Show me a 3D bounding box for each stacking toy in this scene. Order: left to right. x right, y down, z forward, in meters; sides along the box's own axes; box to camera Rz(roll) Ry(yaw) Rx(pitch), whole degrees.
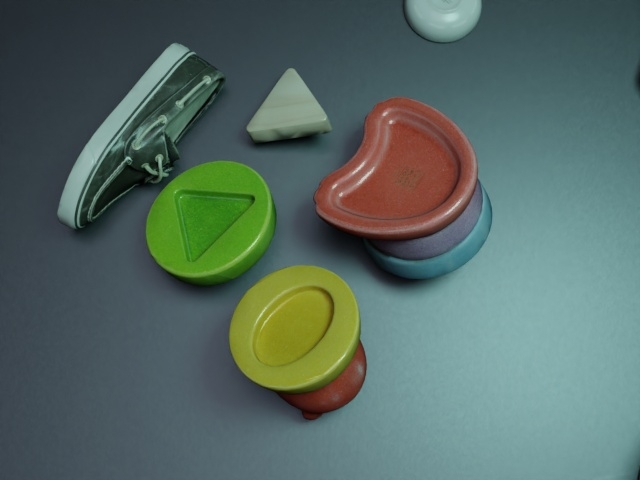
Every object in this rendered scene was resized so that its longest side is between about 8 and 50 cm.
[{"bbox_3d":[0.000,0.000,1.038,0.279,0.130,0.309,34,75,33],"label":"stacking toy"}]

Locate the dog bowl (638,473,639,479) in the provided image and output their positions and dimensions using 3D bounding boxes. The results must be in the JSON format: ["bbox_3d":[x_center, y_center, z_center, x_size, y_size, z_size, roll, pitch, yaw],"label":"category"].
[{"bbox_3d":[0.434,0.251,0.963,0.264,0.104,0.265,0,78,-1],"label":"dog bowl"}]

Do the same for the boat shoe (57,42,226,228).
[{"bbox_3d":[-0.175,-0.096,1.045,0.070,0.078,0.219,32,77,7],"label":"boat shoe"}]

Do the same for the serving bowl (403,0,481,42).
[{"bbox_3d":[0.130,-0.252,1.108,0.083,0.027,0.083,0,77,-1],"label":"serving bowl"}]
